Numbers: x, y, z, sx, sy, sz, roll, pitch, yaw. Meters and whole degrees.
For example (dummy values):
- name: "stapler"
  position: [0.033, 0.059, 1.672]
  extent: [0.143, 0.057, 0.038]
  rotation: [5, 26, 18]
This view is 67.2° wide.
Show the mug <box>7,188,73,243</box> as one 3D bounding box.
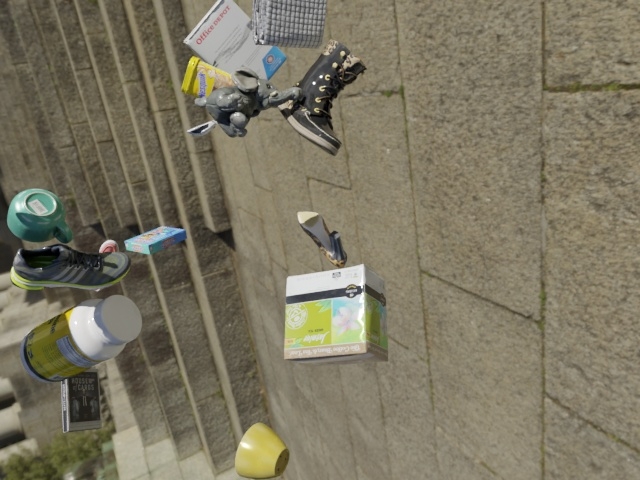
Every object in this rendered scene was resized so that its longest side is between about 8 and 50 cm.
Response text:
- name: "mug"
  position: [-0.736, -0.070, 1.281]
  extent: [0.097, 0.158, 0.129]
  rotation: [-41, 49, 44]

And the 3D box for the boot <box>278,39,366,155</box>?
- name: "boot"
  position: [0.025, -0.448, 1.490]
  extent: [0.284, 0.138, 0.377]
  rotation: [-48, 39, 13]

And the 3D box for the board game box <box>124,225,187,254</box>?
- name: "board game box"
  position: [-0.725, -0.003, 2.128]
  extent: [0.160, 0.210, 0.047]
  rotation: [8, 114, 33]

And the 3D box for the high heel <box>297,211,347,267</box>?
- name: "high heel"
  position: [0.000, 0.000, 1.865]
  extent: [0.261, 0.093, 0.186]
  rotation: [37, 152, 41]

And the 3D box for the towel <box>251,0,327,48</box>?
- name: "towel"
  position: [-0.106, -0.794, 1.604]
  extent: [0.121, 0.235, 0.283]
  rotation: [37, 129, 52]

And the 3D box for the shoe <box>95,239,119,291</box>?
- name: "shoe"
  position: [-0.746, 0.090, 1.662]
  extent: [0.178, 0.064, 0.081]
  rotation: [-61, 27, 19]

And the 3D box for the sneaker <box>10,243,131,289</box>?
- name: "sneaker"
  position: [-0.676, 0.068, 1.317]
  extent: [0.121, 0.300, 0.111]
  rotation: [-54, 48, 49]

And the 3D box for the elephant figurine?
- name: "elephant figurine"
  position: [-0.209, -0.428, 1.443]
  extent: [0.186, 0.239, 0.169]
  rotation: [51, 154, -22]

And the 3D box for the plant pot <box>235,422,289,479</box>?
- name: "plant pot"
  position: [-0.135, 0.541, 1.210]
  extent: [0.095, 0.134, 0.134]
  rotation: [10, 121, 29]

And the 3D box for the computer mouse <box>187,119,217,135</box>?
- name: "computer mouse"
  position: [-0.459, -0.474, 2.006]
  extent: [0.106, 0.193, 0.042]
  rotation: [-117, 6, -68]

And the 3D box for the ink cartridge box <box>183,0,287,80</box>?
- name: "ink cartridge box"
  position: [-0.319, -0.715, 1.808]
  extent: [0.307, 0.223, 0.129]
  rotation: [39, -176, -30]

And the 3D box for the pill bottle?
- name: "pill bottle"
  position: [-0.701, 0.285, 1.426]
  extent: [0.188, 0.334, 0.187]
  rotation: [50, -156, -33]

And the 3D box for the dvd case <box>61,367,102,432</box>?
- name: "dvd case"
  position: [-0.933, 0.618, 1.882]
  extent: [0.179, 0.030, 0.238]
  rotation: [44, -150, -66]

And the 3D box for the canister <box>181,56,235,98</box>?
- name: "canister"
  position: [-0.374, -0.535, 1.650]
  extent: [0.073, 0.170, 0.126]
  rotation: [-89, 23, -56]

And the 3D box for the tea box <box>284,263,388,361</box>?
- name: "tea box"
  position: [0.060, 0.292, 1.805]
  extent: [0.220, 0.329, 0.323]
  rotation: [36, -132, -54]
